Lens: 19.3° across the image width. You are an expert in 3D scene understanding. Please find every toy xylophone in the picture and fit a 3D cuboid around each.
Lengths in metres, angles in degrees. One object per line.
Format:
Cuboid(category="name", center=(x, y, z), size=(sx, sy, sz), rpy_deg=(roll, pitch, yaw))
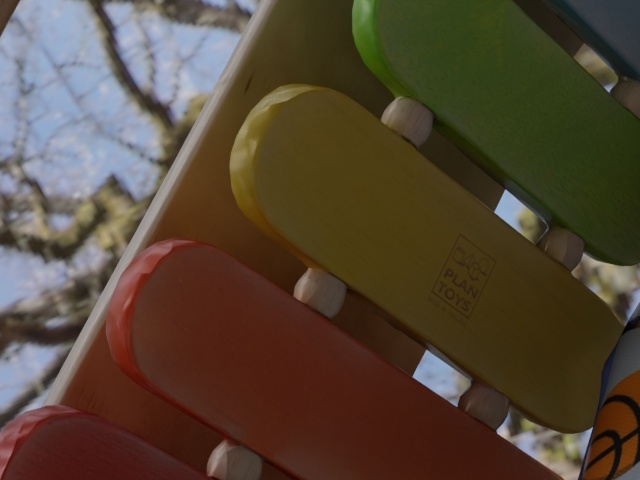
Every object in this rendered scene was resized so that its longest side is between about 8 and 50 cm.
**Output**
Cuboid(category="toy xylophone", center=(0.000, 0.000, 0.510), size=(0.236, 0.081, 0.323), rpy_deg=(26, -98, -40))

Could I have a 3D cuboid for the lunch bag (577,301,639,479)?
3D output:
Cuboid(category="lunch bag", center=(0.178, 0.012, 0.432), size=(0.115, 0.243, 0.303), rpy_deg=(38, -137, -12))
